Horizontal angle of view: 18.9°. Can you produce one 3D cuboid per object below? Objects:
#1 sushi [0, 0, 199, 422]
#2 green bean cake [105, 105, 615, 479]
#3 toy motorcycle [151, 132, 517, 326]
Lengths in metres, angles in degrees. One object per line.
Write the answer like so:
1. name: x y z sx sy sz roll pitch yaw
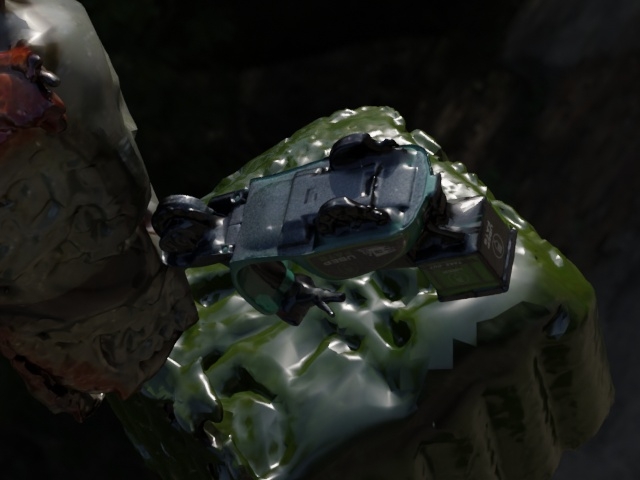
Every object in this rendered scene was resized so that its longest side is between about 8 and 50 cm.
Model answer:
1. sushi: -0.143 -0.017 1.020 0.130 0.124 0.332 -29 -30 -4
2. green bean cake: 0.012 0.070 1.432 0.319 0.335 0.218 -38 -39 -17
3. toy motorcycle: 0.000 0.000 0.949 0.173 0.100 0.058 -11 49 30
